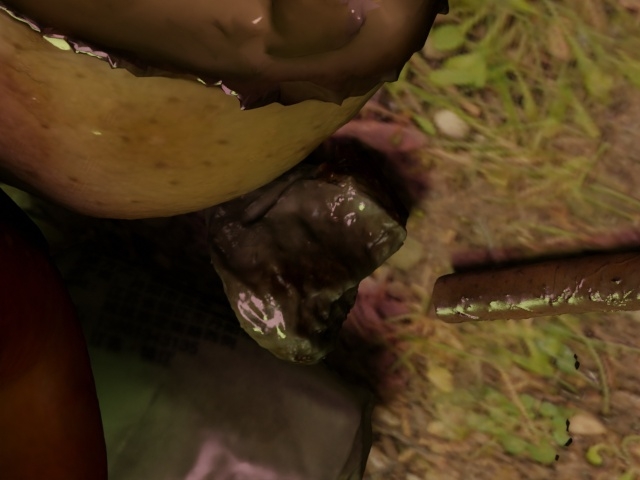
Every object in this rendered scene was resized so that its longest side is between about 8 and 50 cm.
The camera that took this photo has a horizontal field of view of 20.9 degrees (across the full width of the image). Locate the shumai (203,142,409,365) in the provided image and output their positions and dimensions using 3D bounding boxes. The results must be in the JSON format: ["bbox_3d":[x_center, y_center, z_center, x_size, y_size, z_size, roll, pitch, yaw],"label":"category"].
[{"bbox_3d":[0.001,0.001,0.904,0.087,0.124,0.099,-29,136,21],"label":"shumai"}]

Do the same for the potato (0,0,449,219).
[{"bbox_3d":[-0.103,-0.120,0.796,0.285,0.242,0.242,26,135,-9],"label":"potato"}]

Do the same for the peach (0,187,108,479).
[{"bbox_3d":[-0.274,0.069,0.814,0.406,0.310,0.335,34,179,37],"label":"peach"}]

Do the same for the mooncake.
[{"bbox_3d":[-0.113,0.141,1.016,0.254,0.136,0.250,31,97,6],"label":"mooncake"}]

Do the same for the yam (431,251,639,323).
[{"bbox_3d":[0.126,0.024,0.894,0.145,0.032,0.032,-7,121,34],"label":"yam"}]
